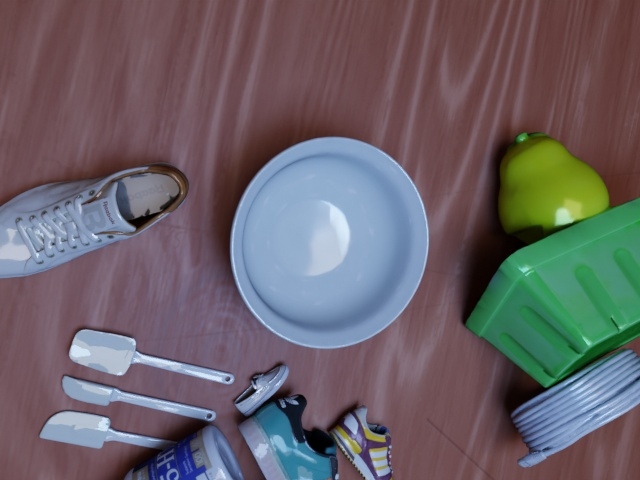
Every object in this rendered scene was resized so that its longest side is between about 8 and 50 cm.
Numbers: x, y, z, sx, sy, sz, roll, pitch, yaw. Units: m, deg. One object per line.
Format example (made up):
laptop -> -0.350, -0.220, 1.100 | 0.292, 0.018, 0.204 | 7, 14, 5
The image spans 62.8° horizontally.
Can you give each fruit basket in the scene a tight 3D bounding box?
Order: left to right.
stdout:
fruit basket -> 0.419, 0.008, 0.915 | 0.393, 0.282, 0.391 | 2, 54, -3

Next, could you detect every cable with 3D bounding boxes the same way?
cable -> 0.466, 0.287, 0.932 | 0.257, 0.089, 0.257 | -1, 140, -43

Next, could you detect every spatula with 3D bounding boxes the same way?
spatula -> -0.256, 0.233, 0.769 | 0.242, 0.019, 0.168 | 20, 86, -20

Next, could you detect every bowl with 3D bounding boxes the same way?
bowl -> 0.000, 0.000, 0.785 | 0.298, 0.134, 0.297 | -2, 95, -20

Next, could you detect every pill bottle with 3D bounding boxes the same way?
pill bottle -> -0.212, 0.356, 0.740 | 0.187, 0.112, 0.111 | -29, 103, -8

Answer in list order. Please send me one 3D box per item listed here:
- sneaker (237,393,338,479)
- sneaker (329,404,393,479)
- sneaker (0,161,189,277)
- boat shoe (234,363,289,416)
sneaker -> -0.009, 0.381, 0.823 | 0.121, 0.108, 0.302 | -30, 105, -17
sneaker -> 0.098, 0.364, 0.882 | 0.084, 0.070, 0.185 | -40, 108, -13
sneaker -> -0.311, -0.034, 0.675 | 0.290, 0.123, 0.105 | -27, 104, -15
boat shoe -> -0.093, 0.228, 0.821 | 0.100, 0.035, 0.035 | -44, 110, -5
